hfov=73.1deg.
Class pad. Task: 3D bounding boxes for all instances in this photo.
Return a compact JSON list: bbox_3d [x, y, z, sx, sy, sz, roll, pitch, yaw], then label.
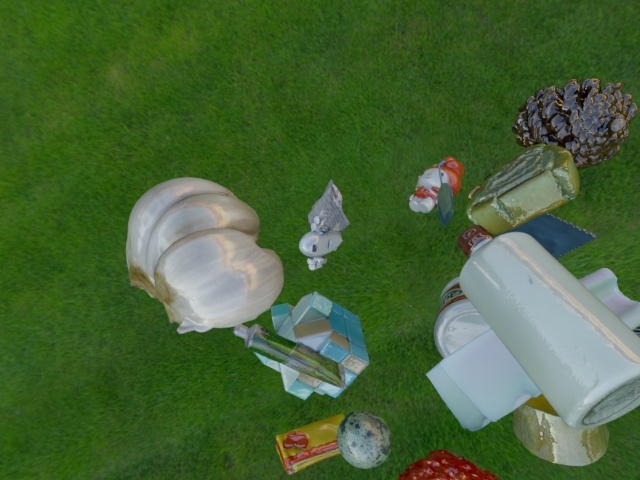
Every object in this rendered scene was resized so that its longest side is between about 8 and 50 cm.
[{"bbox_3d":[0.704,-0.028,1.416,0.270,0.269,0.012,27,74,6],"label":"pad"}]

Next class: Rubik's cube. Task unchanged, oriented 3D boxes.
[{"bbox_3d":[-0.022,0.236,1.046,0.213,0.265,0.224,32,109,-17],"label":"Rubik's cube"}]

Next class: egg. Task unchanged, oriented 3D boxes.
[{"bbox_3d":[0.113,0.497,1.079,0.132,0.172,0.132,-16,52,21],"label":"egg"}]

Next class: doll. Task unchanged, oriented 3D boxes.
[{"bbox_3d":[0.436,-0.212,1.585,0.161,0.130,0.290,10,51,51],"label":"doll"}]

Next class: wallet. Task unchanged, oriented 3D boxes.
[{"bbox_3d":[-0.014,0.634,1.364,0.241,0.141,0.067,-13,111,-17],"label":"wallet"}]

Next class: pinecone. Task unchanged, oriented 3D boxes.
[{"bbox_3d":[0.594,-0.274,1.034,0.224,0.272,0.224,-7,109,-20],"label":"pinecone"}]

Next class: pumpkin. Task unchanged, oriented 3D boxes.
[{"bbox_3d":[0.886,0.638,1.613,0.332,0.332,0.199,-11,114,10],"label":"pumpkin"}]

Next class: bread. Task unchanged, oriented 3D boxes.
[{"bbox_3d":[0.284,-0.074,0.620,0.156,0.117,0.064,-34,108,14],"label":"bread"}]

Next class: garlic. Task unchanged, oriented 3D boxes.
[{"bbox_3d":[-0.169,-0.002,0.629,0.281,0.203,0.184,9,114,51],"label":"garlic"}]

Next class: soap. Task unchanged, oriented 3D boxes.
[{"bbox_3d":[0.360,0.184,0.734,0.347,0.208,0.115,-17,60,-28],"label":"soap"}]

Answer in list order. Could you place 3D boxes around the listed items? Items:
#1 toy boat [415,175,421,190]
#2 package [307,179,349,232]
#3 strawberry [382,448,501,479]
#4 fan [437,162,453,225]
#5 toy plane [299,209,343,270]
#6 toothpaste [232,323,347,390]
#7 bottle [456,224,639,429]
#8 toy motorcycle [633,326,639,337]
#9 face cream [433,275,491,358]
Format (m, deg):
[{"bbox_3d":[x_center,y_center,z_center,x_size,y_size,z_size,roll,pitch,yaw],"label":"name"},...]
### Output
[{"bbox_3d":[0.455,-0.201,1.759,0.077,0.200,0.057,3,73,56],"label":"toy boat"},{"bbox_3d":[0.023,-0.111,1.873,0.204,0.062,0.251,-51,43,38],"label":"package"},{"bbox_3d":[0.214,0.442,0.611,0.277,0.257,0.257,-4,80,29],"label":"strawberry"},{"bbox_3d":[0.321,-0.123,1.128,0.005,0.113,0.175,-3,72,-5],"label":"fan"},{"bbox_3d":[0.000,0.000,1.702,0.117,0.245,0.244,21,86,34],"label":"toy plane"},{"bbox_3d":[-0.055,0.221,0.845,0.248,0.078,0.047,28,107,-13],"label":"toothpaste"},{"bbox_3d":[0.231,0.068,0.472,0.104,0.104,0.245,-31,43,6],"label":"bottle"},{"bbox_3d":[0.829,0.286,1.108,0.229,0.094,0.129,-5,112,46],"label":"toy motorcycle"},{"bbox_3d":[0.396,0.207,1.097,0.201,0.187,0.201,7,111,18],"label":"face cream"}]
